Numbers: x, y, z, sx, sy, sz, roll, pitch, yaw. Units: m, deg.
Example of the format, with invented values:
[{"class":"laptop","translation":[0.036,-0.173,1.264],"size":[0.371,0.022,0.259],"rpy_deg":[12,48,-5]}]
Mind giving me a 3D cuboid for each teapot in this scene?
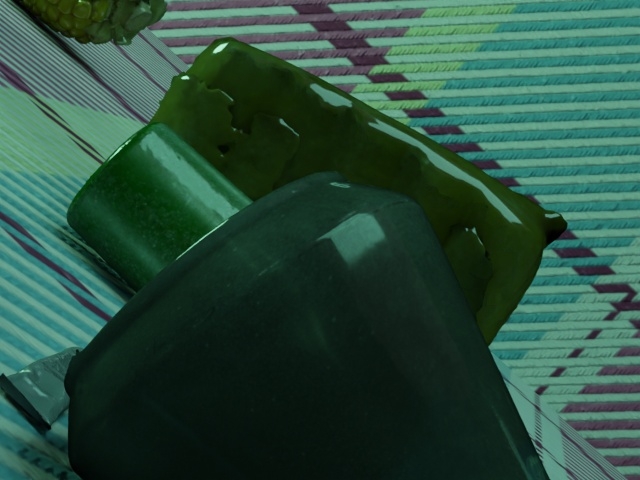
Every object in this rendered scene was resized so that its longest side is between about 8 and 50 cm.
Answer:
[{"class":"teapot","translation":[0.014,0.105,0.702],"size":[0.225,0.171,0.203],"rpy_deg":[51,38,12]}]

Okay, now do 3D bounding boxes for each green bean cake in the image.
[{"class":"green bean cake","translation":[0.000,0.000,1.307],"size":[0.285,0.202,0.310],"rpy_deg":[31,3,5]}]

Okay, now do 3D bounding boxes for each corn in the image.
[{"class":"corn","translation":[-0.322,-0.346,1.929],"size":[0.387,0.144,0.144],"rpy_deg":[41,4,13]}]

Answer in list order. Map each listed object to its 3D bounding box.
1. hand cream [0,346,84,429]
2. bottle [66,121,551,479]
[{"class":"hand cream","translation":[-0.115,0.063,0.786],"size":[0.030,0.019,0.093],"rpy_deg":[45,12,2]},{"class":"bottle","translation":[-0.008,0.069,1.109],"size":[0.330,0.093,0.093],"rpy_deg":[43,5,2]}]
